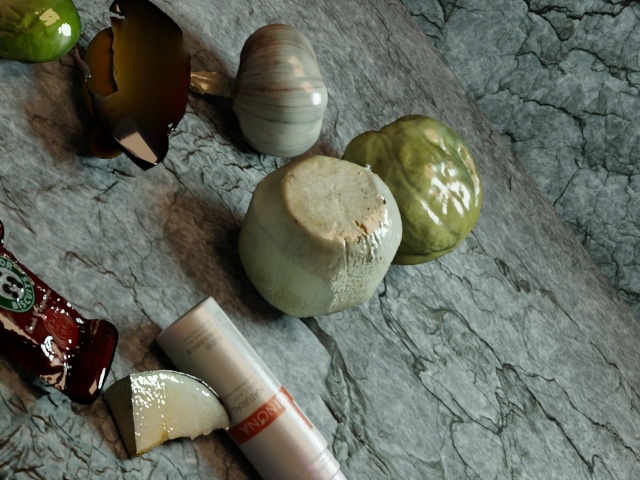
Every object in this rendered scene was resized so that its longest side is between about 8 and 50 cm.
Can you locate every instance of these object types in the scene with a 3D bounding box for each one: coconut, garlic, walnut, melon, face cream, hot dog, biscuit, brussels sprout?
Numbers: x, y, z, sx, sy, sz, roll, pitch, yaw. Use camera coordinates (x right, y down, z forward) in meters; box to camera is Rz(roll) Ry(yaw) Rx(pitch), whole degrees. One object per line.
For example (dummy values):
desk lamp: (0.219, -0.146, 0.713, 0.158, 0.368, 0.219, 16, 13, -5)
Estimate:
coconut: (0.000, 0.000, 2.105, 0.245, 0.247, 0.245, 6, 57, -10)
garlic: (-0.116, -0.263, 2.339, 0.253, 0.245, 0.245, 0, 47, -13)
walnut: (0.165, -0.092, 2.484, 0.253, 0.282, 0.277, -31, 78, -25)
melon: (-0.187, 0.211, 1.705, 0.182, 0.054, 0.098, -7, 73, -53)
face cream: (-0.081, 0.238, 1.816, 0.345, 0.102, 0.102, 51, 25, -3)
hot dog: (-0.302, -0.224, 2.018, 0.194, 0.107, 0.326, 36, 38, -15)
biscuit: (-0.345, 0.084, 1.586, 0.235, 0.063, 0.151, 44, 26, -16)
brussels sprout: (-0.414, -0.310, 1.902, 0.155, 0.117, 0.155, 8, 52, -11)
